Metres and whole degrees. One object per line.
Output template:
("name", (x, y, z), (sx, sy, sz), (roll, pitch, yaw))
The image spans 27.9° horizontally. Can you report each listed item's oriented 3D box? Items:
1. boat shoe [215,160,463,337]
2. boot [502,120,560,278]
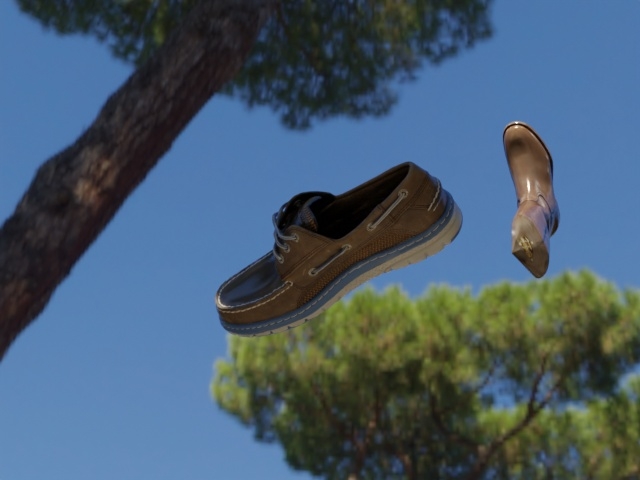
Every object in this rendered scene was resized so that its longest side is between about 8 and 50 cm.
("boat shoe", (0.000, 0.000, 0.862), (0.183, 0.066, 0.066), (-28, -57, 13))
("boot", (0.167, -0.034, 1.044), (0.037, 0.114, 0.106), (-18, -76, 25))
